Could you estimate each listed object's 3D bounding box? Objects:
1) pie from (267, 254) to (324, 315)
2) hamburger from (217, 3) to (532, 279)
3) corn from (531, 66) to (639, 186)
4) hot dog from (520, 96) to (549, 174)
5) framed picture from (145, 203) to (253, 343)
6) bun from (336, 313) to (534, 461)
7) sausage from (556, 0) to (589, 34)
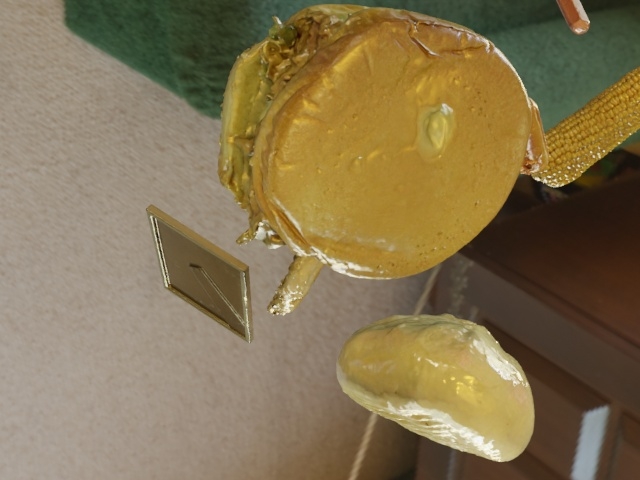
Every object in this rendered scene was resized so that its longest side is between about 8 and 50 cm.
[{"bbox_3d":[0.000,0.000,1.596,0.274,0.055,0.274,-56,180,0],"label":"pie"},{"bbox_3d":[0.041,-0.071,0.724,0.215,0.122,0.189,3,112,-24],"label":"hamburger"},{"bbox_3d":[0.489,-0.199,1.798,0.293,0.106,0.106,-37,142,21],"label":"corn"},{"bbox_3d":[0.287,-0.154,1.490,0.055,0.072,0.188,-39,144,-5],"label":"hot dog"},{"bbox_3d":[-0.181,0.057,1.594,0.016,0.184,0.250,-51,162,-25],"label":"framed picture"},{"bbox_3d":[0.208,0.232,1.788,0.361,0.361,0.213,37,73,-47],"label":"bun"},{"bbox_3d":[0.392,-0.380,1.641,0.035,0.147,0.030,-31,140,27],"label":"sausage"}]
